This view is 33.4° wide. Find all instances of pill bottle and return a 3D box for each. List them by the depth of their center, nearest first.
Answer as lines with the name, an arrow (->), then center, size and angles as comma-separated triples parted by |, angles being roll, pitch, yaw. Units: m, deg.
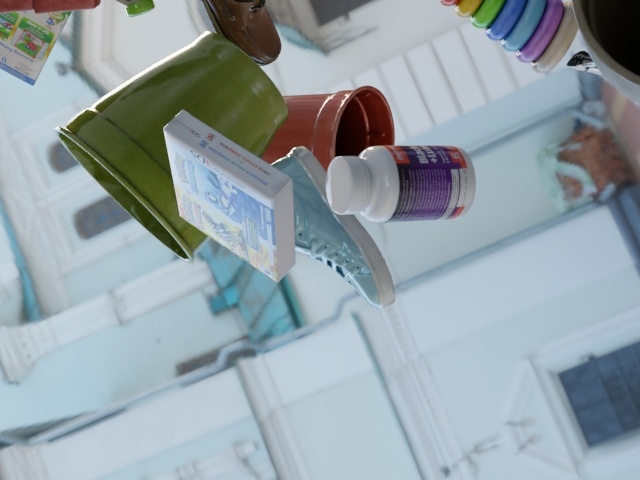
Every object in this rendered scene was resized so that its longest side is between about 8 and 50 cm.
pill bottle -> 0.110, -0.079, 1.487 | 0.108, 0.193, 0.108 | 12, 103, 62

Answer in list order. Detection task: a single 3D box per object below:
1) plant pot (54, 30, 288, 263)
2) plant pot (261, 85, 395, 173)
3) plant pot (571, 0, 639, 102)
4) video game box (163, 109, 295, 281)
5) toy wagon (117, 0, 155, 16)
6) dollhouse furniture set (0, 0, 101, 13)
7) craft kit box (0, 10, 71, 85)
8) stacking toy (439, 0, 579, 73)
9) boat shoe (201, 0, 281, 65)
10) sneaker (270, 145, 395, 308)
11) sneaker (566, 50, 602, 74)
plant pot -> -0.259, -0.205, 2.084 | 0.366, 0.353, 0.366 | 42, 169, 10
plant pot -> -0.005, -0.235, 2.530 | 0.272, 0.265, 0.272 | -17, -70, -54
plant pot -> 0.490, -0.263, 1.320 | 0.280, 0.323, 0.323 | 42, -153, -63
video game box -> -0.119, -0.056, 1.436 | 0.187, 0.048, 0.205 | 35, 153, 21
toy wagon -> -0.362, -0.557, 1.988 | 0.068, 0.344, 0.267 | -37, -71, -62
dollhouse furniture set -> -0.329, -0.470, 1.241 | 0.201, 0.152, 0.374 | -84, -6, -63
craft kit box -> -0.646, -0.476, 2.176 | 0.250, 0.247, 0.061 | 29, -145, -16
stacking toy -> 0.296, -0.431, 1.926 | 0.330, 0.141, 0.141 | 25, -157, -9
boat shoe -> -0.161, -0.467, 2.101 | 0.307, 0.104, 0.111 | 47, -129, -35
sneaker -> 0.000, 0.000, 2.091 | 0.366, 0.150, 0.135 | 55, 166, 12
sneaker -> 0.479, -0.309, 1.885 | 0.044, 0.040, 0.109 | 42, 168, -26
